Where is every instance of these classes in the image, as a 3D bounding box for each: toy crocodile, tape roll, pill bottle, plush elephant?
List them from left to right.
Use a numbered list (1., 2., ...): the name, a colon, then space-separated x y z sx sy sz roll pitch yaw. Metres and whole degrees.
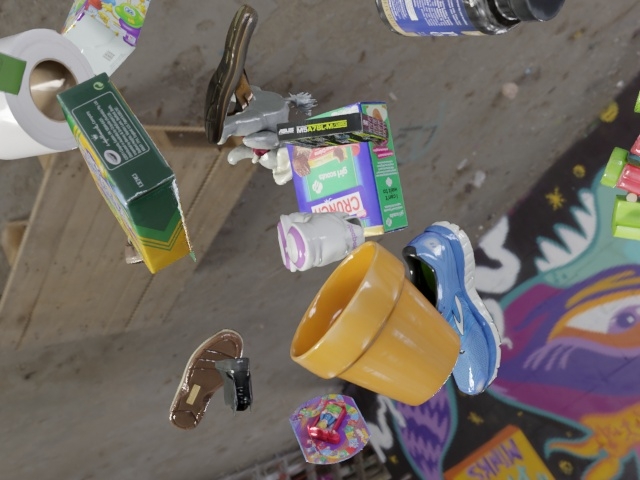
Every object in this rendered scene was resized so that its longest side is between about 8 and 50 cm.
1. tape roll: -0.601 -0.295 1.457 0.169 0.246 0.246 -3 168 29
2. plush elephant: -0.183 -0.317 2.135 0.329 0.272 0.255 -7 136 -15
3. pill bottle: 0.180 -0.313 0.865 0.122 0.219 0.123 -13 110 -39
4. toy crocodile: 0.542 -0.164 1.136 0.105 0.115 0.341 -27 137 -61

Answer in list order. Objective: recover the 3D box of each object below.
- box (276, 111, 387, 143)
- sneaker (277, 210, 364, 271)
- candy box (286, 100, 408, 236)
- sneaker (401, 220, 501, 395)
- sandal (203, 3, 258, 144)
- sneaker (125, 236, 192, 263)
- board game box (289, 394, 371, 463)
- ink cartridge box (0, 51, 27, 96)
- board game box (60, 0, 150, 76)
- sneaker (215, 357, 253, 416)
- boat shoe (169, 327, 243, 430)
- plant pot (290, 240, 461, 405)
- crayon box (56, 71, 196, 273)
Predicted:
1. box: 0.028 -0.227 1.484 0.184 0.045 0.190 -7 180 22
2. sneaker: 0.000 0.000 1.376 0.152 0.114 0.305 -12 -172 -10
3. candy box: 0.060 -0.161 1.777 0.268 0.317 0.122 -9 -175 44
4. sneaker: 0.226 0.139 1.325 0.147 0.330 0.129 -23 -173 -30
5. sandal: -0.124 -0.237 1.050 0.060 0.090 0.219 10 118 -24
6. sneaker: -0.384 0.007 1.652 0.188 0.071 0.066 -13 175 25
7. board game box: 0.016 0.346 1.354 0.133 0.169 0.033 -18 125 -11
8. ink cartridge box: -0.558 -0.278 1.064 0.209 0.109 0.062 -1 110 -75
9. board game box: -0.524 -0.558 1.747 0.142 0.275 0.144 32 131 -32
10. sneaker: -0.140 0.237 1.161 0.051 0.089 0.170 -1 169 -16
11. boat shoe: -0.244 0.277 1.504 0.257 0.095 0.095 -54 -168 18
12. plant pot: 0.090 0.136 1.028 0.205 0.188 0.205 -52 -170 13
13. crayon box: -0.292 -0.081 1.113 0.083 0.203 0.323 -31 163 -15
